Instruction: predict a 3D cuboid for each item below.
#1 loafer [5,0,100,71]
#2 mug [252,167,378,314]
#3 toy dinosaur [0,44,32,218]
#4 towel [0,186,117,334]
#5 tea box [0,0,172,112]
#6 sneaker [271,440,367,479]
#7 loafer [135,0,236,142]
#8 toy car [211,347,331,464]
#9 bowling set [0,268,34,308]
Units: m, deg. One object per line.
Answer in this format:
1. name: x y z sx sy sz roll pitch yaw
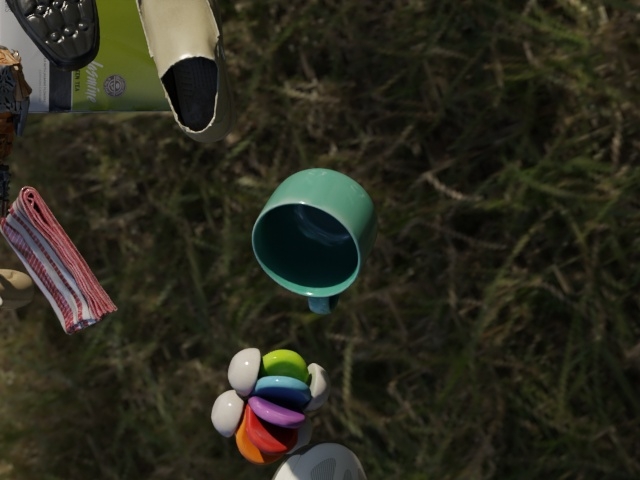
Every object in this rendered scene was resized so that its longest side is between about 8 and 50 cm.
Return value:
1. loafer: -0.262 -0.246 1.188 0.223 0.076 0.078 61 164 19
2. mug: -0.006 -0.007 1.441 0.129 0.097 0.158 31 131 -2
3. toy dinosaur: -0.333 -0.049 1.048 0.322 0.164 0.218 -45 59 18
4. towel: -0.444 0.043 2.095 0.237 0.037 0.329 57 158 -4
5. tea box: -0.366 -0.381 2.028 0.220 0.323 0.329 -143 54 -64
6. sneaker: 0.065 0.401 1.362 0.257 0.169 0.447 -35 44 42
7. loafer: -0.171 -0.253 1.652 0.092 0.102 0.268 -89 -19 -75
8. toy car: -0.072 0.261 1.956 0.136 0.159 0.182 -113 43 -66
9. bowling set: -0.447 0.046 1.294 0.287 0.154 0.200 37 106 29
